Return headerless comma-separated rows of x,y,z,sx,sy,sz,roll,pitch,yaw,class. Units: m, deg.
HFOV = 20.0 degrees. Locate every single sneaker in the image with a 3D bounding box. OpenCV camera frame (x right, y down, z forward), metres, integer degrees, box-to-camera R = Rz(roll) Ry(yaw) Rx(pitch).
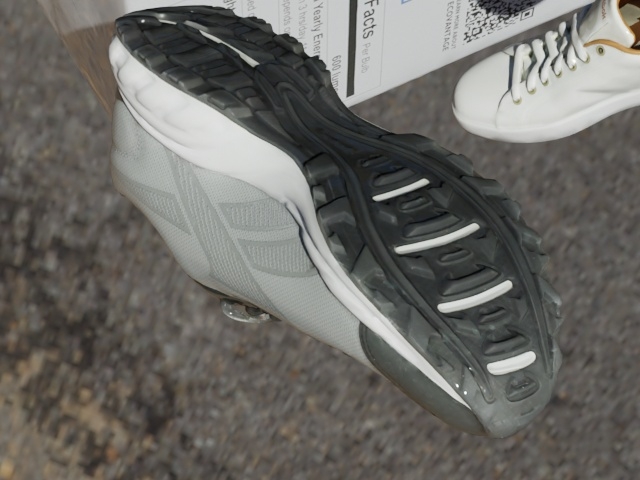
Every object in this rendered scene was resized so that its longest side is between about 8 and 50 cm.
0.228,-0.167,1.531,0.123,0.290,0.106,44,42,-46,sneaker
0.000,0.000,0.794,0.100,0.108,0.271,-15,44,-38,sneaker

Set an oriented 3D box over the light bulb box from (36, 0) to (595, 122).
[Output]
-0.008,-0.274,1.173,0.361,0.358,0.225,-24,60,-15,light bulb box
